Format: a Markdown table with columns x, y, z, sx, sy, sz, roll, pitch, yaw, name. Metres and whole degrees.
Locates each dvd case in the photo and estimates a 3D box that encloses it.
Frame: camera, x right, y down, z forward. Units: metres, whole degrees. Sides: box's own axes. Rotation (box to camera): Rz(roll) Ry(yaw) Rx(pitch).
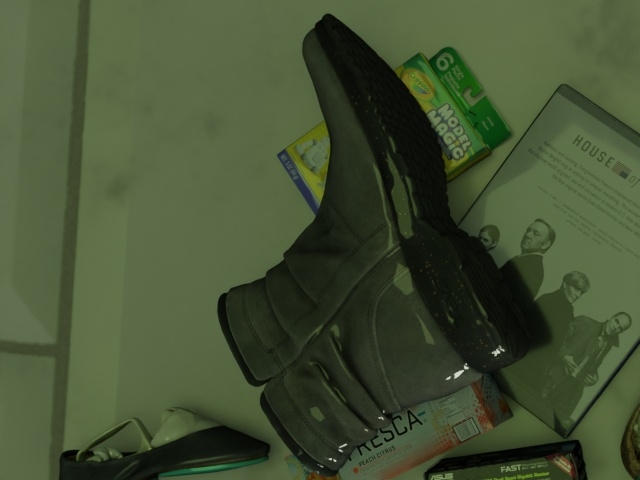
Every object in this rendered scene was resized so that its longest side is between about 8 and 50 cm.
| x | y | z | sx | sy | sz | roll | pitch | yaw | name |
| --- | --- | --- | --- | --- | --- | --- | --- | --- | --- |
| 0.203 | 0.016 | 1.045 | 0.179 | 0.029 | 0.238 | 37 | 97 | 14 | dvd case |

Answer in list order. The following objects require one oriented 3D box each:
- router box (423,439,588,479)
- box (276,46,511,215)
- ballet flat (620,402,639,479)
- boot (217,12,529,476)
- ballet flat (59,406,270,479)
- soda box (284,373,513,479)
| x | y | z | sx | sy | sz | roll | pitch | yaw | name |
| --- | --- | --- | --- | --- | --- | --- | --- | --- | --- |
| 0.151 | 0.192 | 1.018 | 0.123 | 0.092 | 0.038 | -10 | 84 | 14 | router box |
| 0.064 | -0.081 | 1.081 | 0.179 | 0.043 | 0.105 | -35 | 79 | 9 | box |
| 0.301 | 0.104 | 0.995 | 0.073 | 0.067 | 0.206 | 23 | 93 | 16 | ballet flat |
| 0.000 | 0.000 | 1.010 | 0.223 | 0.118 | 0.338 | -32 | 64 | 23 | boot |
| -0.145 | 0.187 | 1.113 | 0.203 | 0.074 | 0.074 | -18 | 83 | 16 | ballet flat |
| 0.064 | 0.163 | 1.045 | 0.183 | 0.063 | 0.058 | -30 | 80 | 22 | soda box |
